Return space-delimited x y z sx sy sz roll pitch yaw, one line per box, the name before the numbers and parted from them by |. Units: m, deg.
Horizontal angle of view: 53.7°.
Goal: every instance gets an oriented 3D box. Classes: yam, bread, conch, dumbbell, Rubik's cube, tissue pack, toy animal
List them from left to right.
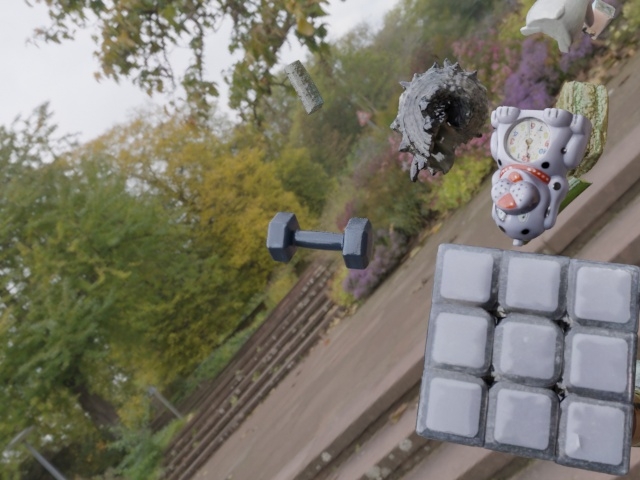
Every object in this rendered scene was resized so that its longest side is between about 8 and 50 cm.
yam | -0.049 -0.481 1.979 0.068 0.170 0.068 -27 -2 -1
dumbbell | 0.000 0.000 1.945 0.160 0.324 0.144 -58 -30 -59
conch | 0.298 -0.295 1.563 0.313 0.240 0.186 -66 18 -14
Rubik's cube | 0.328 0.192 1.042 0.301 0.304 0.304 53 -136 -73
toy animal | 0.600 -0.582 1.504 0.283 0.140 0.138 -54 -19 -22
bread | 0.580 -0.244 1.417 0.138 0.102 0.196 67 -149 -68
tissue pack | 0.845 -0.679 1.937 0.059 0.074 0.094 -60 -2 -30

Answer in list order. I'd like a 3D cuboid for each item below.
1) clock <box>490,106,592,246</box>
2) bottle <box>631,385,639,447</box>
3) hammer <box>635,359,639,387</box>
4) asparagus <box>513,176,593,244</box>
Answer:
clock | 0.395 -0.116 1.206 0.189 0.188 0.254 54 -128 -85
bottle | 0.588 0.381 1.329 0.271 0.143 0.156 5 -28 -28
hammer | 0.843 0.267 1.500 0.201 0.113 0.306 14 69 49
asparagus | 0.660 -0.093 1.809 0.277 0.067 0.060 -44 -12 -2
